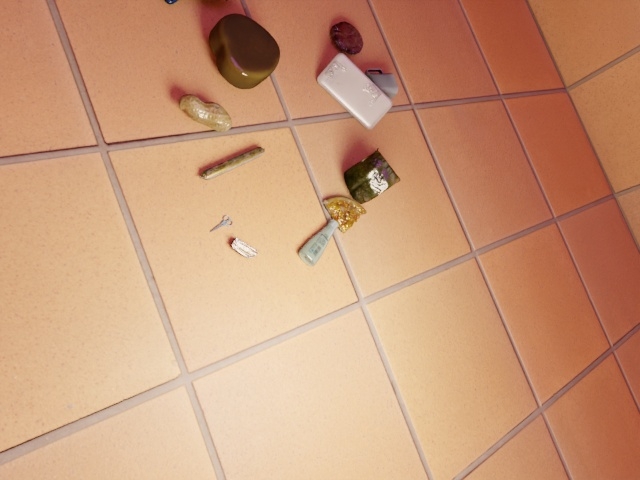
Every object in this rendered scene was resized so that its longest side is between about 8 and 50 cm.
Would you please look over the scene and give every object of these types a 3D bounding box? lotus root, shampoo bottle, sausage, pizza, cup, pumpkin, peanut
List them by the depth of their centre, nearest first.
[{"bbox_3d":[-0.230,0.025,1.651,0.083,0.030,0.037,33,86,-18],"label":"lotus root"},{"bbox_3d":[-0.350,-0.394,1.696,0.174,0.080,0.080,23,60,-27],"label":"peanut"},{"bbox_3d":[-0.269,-0.241,1.723,0.269,0.033,0.033,-33,93,-39],"label":"sausage"},{"bbox_3d":[0.000,0.000,1.816,0.069,0.041,0.191,43,53,-8],"label":"shampoo bottle"},{"bbox_3d":[0.084,-0.092,1.912,0.178,0.041,0.131,25,61,-26],"label":"pizza"},{"bbox_3d":[0.210,-0.250,1.967,0.280,0.190,0.139,-40,96,-39],"label":"pumpkin"},{"bbox_3d":[0.224,-0.620,2.181,0.129,0.095,0.128,-8,77,-36],"label":"cup"}]

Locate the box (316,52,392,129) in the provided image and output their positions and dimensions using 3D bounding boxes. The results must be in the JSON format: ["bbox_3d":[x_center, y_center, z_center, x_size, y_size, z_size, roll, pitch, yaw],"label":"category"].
[{"bbox_3d":[0.130,-0.558,2.079,0.285,0.044,0.142,40,95,-17],"label":"box"}]

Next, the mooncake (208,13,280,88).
[{"bbox_3d":[-0.248,-0.621,1.830,0.234,0.117,0.235,15,65,-33],"label":"mooncake"}]

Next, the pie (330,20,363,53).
[{"bbox_3d":[0.105,-0.806,2.205,0.154,0.036,0.154,13,65,-31],"label":"pie"}]

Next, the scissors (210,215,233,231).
[{"bbox_3d":[-0.297,-0.045,1.645,0.083,0.006,0.036,-36,93,-39],"label":"scissors"}]

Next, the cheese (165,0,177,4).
[{"bbox_3d":[-0.391,-0.879,1.825,0.329,0.129,0.217,-36,98,-27],"label":"cheese"}]
